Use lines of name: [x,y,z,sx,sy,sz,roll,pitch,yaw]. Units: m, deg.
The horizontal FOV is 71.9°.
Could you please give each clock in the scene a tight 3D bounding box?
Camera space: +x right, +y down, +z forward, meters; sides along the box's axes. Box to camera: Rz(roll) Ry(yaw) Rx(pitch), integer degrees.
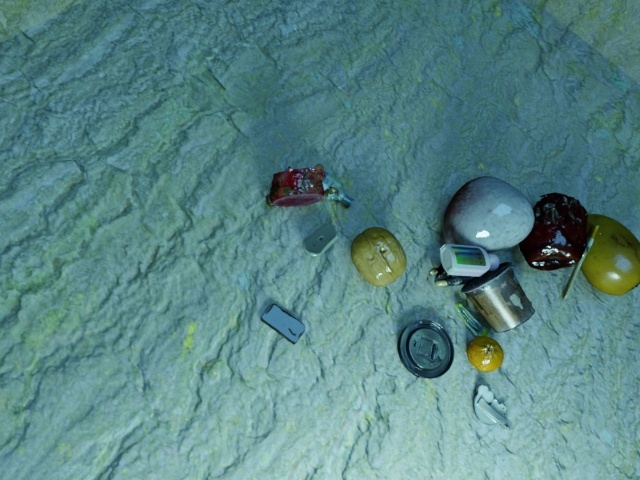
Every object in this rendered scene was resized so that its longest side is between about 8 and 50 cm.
clock: [0.389,0.402,1.636,0.215,0.042,0.214,5,68,-13]

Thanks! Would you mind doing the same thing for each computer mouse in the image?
computer mouse: [0.000,0.000,1.687,0.089,0.056,0.182,43,59,6]

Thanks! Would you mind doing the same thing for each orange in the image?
orange: [0.616,0.423,1.646,0.136,0.117,0.135,3,75,-11]

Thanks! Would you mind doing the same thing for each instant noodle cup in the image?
instant noodle cup: [0.690,0.222,1.701,0.218,0.217,0.207,-30,86,-23]

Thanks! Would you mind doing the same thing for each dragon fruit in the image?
dragon fruit: [-0.077,-0.213,1.664,0.283,0.211,0.146,-11,81,12]

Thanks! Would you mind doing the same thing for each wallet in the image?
wallet: [-0.130,0.293,1.558,0.157,0.018,0.082,35,65,1]

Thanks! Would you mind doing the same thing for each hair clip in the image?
hair clip: [0.619,0.617,1.608,0.172,0.049,0.116,42,61,7]
hair clip: [0.591,0.317,1.726,0.060,0.033,0.188,-40,85,-22]

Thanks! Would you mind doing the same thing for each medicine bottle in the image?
medicine bottle: [0.564,0.076,1.659,0.219,0.078,0.115,5,51,-19]
medicine bottle: [0.041,-0.209,1.781,0.209,0.053,0.090,37,65,2]

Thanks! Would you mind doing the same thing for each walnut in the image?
walnut: [0.215,0.060,1.653,0.193,0.193,0.225,-20,78,-21]

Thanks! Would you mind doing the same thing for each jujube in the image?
jujube: [0.986,-0.037,1.858,0.258,0.258,0.376,33,66,0]

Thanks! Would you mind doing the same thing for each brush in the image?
brush: [1.085,0.093,1.850,0.020,0.085,0.336,21,99,12]

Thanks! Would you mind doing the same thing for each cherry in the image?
cherry: [0.671,-0.088,1.768,0.327,0.291,0.335,22,60,30]

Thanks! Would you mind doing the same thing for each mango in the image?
mango: [1.242,0.053,1.900,0.264,0.221,0.377,-2,61,-9]

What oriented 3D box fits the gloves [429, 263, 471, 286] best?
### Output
gloves: [0.507,0.114,1.743,0.181,0.129,0.106,8,58,-17]
